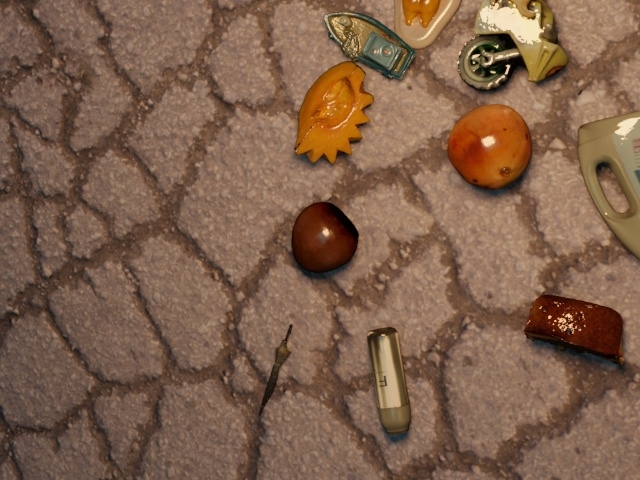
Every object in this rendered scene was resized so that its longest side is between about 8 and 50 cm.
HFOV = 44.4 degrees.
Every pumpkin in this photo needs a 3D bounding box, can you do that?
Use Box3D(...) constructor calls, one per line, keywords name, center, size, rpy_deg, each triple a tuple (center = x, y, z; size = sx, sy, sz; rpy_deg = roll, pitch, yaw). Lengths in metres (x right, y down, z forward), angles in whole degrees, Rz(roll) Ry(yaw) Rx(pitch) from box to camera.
Box3D(name="pumpkin", center=(0.033, -0.304, 1.903), size=(0.131, 0.149, 0.253), rpy_deg=(29, 99, -30))

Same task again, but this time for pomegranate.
Box3D(name="pomegranate", center=(0.380, -0.210, 1.745), size=(0.191, 0.191, 0.191), rpy_deg=(1, 93, 17))

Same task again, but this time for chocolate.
Box3D(name="chocolate", center=(0.000, 0.000, 1.886), size=(0.177, 0.177, 0.176), rpy_deg=(1, 93, 17))

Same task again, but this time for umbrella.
Box3D(name="umbrella", center=(-0.112, 0.329, 2.008), size=(0.044, 0.044, 0.268), rpy_deg=(17, 109, -10))

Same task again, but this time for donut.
Box3D(name="donut", center=(0.572, 0.193, 1.738), size=(0.187, 0.144, 0.126), rpy_deg=(3, 73, 42))

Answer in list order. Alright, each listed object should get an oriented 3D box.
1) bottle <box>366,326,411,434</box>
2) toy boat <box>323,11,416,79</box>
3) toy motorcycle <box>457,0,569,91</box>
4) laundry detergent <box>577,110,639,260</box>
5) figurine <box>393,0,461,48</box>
Box3D(name="bottle", center=(0.163, 0.339, 1.899), size=(0.096, 0.080, 0.253), rpy_deg=(-10, 90, 55))
Box3D(name="toy boat", center=(0.106, -0.470, 1.850), size=(0.238, 0.098, 0.109), rpy_deg=(35, 109, 16))
Box3D(name="toy motorcycle", center=(0.451, -0.520, 1.711), size=(0.237, 0.169, 0.409), rpy_deg=(15, 97, 14))
Box3D(name="laundry detergent", center=(0.714, -0.080, 1.683), size=(0.264, 0.125, 0.397), rpy_deg=(-11, 92, 16))
Box3D(name="figurine", center=(0.234, -0.573, 1.789), size=(0.167, 0.141, 0.249), rpy_deg=(11, 97, 15))
